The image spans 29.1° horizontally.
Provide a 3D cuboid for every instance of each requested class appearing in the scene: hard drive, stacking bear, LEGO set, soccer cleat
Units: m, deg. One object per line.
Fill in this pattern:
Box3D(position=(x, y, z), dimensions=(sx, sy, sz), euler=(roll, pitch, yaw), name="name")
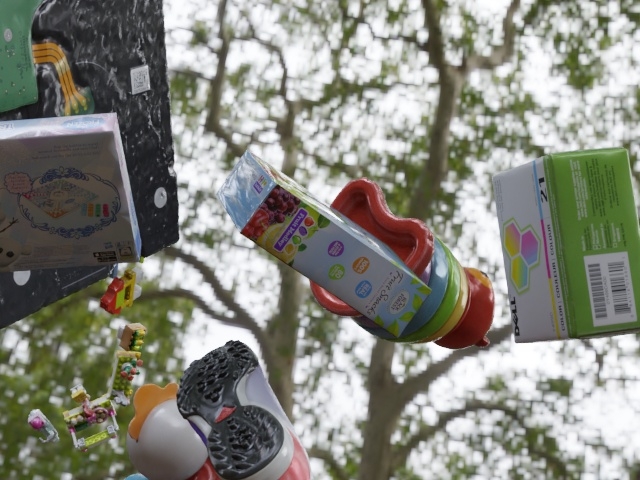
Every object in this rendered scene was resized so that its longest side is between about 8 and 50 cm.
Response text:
Box3D(position=(-0.204, -0.131, 0.923), dimensions=(0.064, 0.237, 0.339), euler=(7, -70, 26), name="hard drive")
Box3D(position=(0.130, 0.063, 1.626), dimensions=(0.289, 0.164, 0.175), euler=(29, 11, -47), name="stacking bear")
Box3D(position=(-0.403, 0.294, 2.308), dimensions=(0.287, 0.107, 0.132), euler=(-43, -61, 2), name="LEGO set")
Box3D(position=(-0.081, 0.215, 1.383), dimensions=(0.108, 0.318, 0.116), euler=(-34, -66, -4), name="soccer cleat")

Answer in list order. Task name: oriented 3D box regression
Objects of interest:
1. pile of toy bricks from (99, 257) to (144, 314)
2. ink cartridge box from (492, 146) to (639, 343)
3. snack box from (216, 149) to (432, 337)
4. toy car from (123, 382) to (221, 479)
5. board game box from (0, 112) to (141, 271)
Box3D(position=(-0.317, 0.006, 1.783), dimensions=(0.118, 0.105, 0.212), euler=(27, -53, 20), name="pile of toy bricks")
Box3D(position=(0.238, 0.018, 1.340), dimensions=(0.097, 0.189, 0.255), euler=(-5, -6, -21), name="ink cartridge box")
Box3D(position=(0.000, 0.000, 1.315), dimensions=(0.207, 0.070, 0.174), euler=(35, 5, -20), name="snack box")
Box3D(position=(-0.181, 0.280, 1.683), dimensions=(0.219, 0.210, 0.238), euler=(9, -50, 40), name="toy car")
Box3D(position=(-0.147, -0.024, 0.662), dimensions=(0.090, 0.020, 0.090), euler=(-4, -49, -1), name="board game box")
